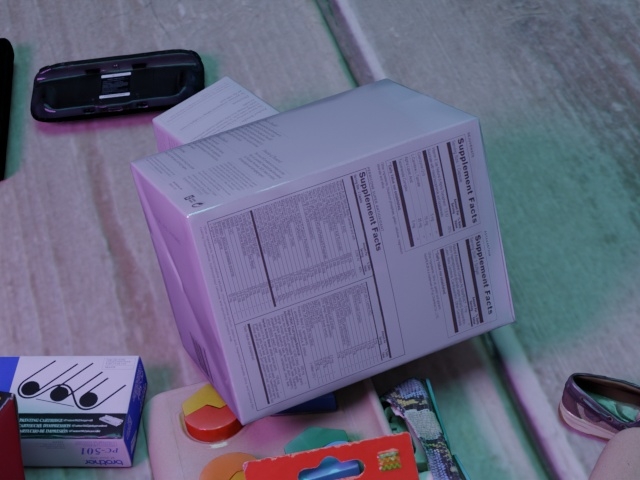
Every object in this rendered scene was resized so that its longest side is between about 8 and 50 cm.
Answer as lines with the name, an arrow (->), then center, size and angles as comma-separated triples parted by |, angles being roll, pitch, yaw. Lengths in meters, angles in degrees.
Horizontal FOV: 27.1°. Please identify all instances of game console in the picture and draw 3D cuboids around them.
game console -> -0.312, -0.157, 1.521 | 0.361, 0.044, 0.213 | -7, 48, 0

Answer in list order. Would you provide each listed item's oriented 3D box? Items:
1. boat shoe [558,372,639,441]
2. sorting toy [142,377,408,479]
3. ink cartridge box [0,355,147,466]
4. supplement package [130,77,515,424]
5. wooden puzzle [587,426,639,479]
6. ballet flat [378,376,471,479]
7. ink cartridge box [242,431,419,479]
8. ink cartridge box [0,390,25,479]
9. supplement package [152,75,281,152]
boat shoe -> 0.282, 0.154, 1.153 | 0.152, 0.049, 0.056 | 12, 48, 16
sorting toy -> -0.047, 0.171, 1.149 | 0.208, 0.038, 0.193 | -18, 38, -4
ink cartridge box -> -0.269, 0.155, 1.212 | 0.207, 0.046, 0.097 | -1, 45, 6
supplement package -> 0.000, 0.000, 1.181 | 0.262, 0.198, 0.199 | -19, 22, -15
wooden puzzle -> 0.324, 0.321, 0.976 | 0.348, 0.080, 0.322 | 15, 50, 26
ballet flat -> 0.090, 0.195, 1.127 | 0.070, 0.070, 0.188 | -14, 37, -7
ink cartridge box -> 0.023, 0.248, 1.045 | 0.145, 0.045, 0.179 | -10, 76, -4
ink cartridge box -> -0.354, 0.243, 1.022 | 0.272, 0.130, 0.309 | 6, 30, 13
supplement package -> -0.073, -0.070, 1.366 | 0.105, 0.105, 0.179 | -33, 51, -25
